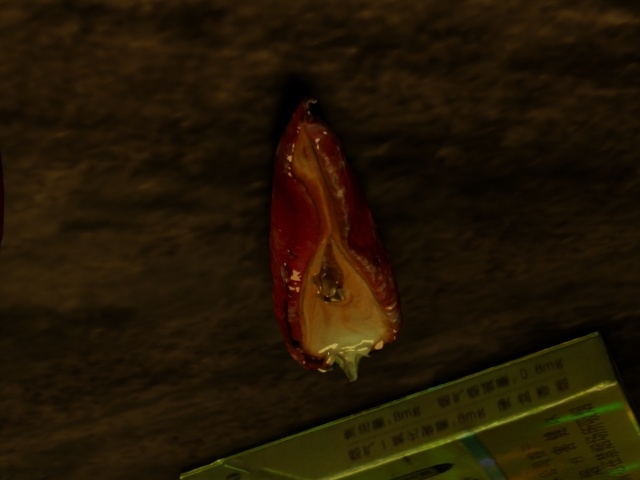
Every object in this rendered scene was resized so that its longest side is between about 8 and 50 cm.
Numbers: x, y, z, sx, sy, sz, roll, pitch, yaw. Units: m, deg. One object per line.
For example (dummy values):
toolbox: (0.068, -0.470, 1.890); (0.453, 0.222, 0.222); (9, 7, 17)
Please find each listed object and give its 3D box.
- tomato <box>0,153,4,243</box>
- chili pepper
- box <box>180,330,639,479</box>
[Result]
tomato: (-0.155, -0.019, 0.383); (0.151, 0.187, 0.187); (-47, 142, 7)
chili pepper: (0.000, 0.000, 0.609); (0.045, 0.027, 0.178); (-18, 149, -2)
box: (0.048, 0.105, 0.797); (0.193, 0.030, 0.121); (-21, 148, 10)
